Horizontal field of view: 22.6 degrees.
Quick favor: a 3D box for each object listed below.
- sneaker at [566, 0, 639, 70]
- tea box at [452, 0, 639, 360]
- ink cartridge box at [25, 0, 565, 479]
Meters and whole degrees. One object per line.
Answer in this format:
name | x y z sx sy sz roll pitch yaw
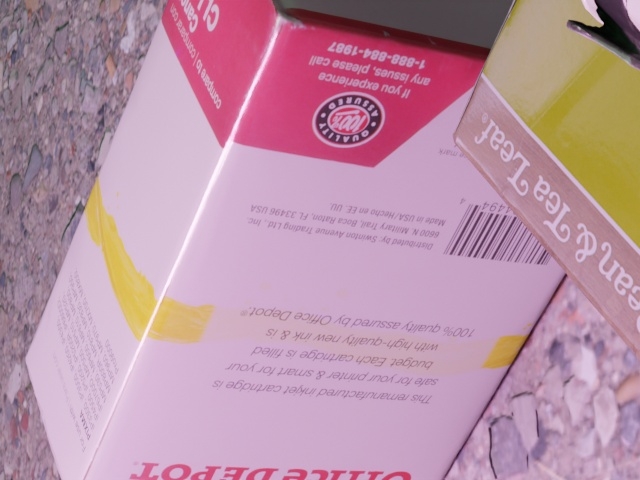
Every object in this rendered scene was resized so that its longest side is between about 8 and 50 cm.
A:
sneaker | 0.149 -0.109 0.583 0.146 0.122 0.331 111 150 -56
tea box | 0.269 -0.079 0.682 0.323 0.220 0.329 -65 35 26
ink cartridge box | 0.000 0.000 1.053 0.385 0.279 0.160 -64 35 29
